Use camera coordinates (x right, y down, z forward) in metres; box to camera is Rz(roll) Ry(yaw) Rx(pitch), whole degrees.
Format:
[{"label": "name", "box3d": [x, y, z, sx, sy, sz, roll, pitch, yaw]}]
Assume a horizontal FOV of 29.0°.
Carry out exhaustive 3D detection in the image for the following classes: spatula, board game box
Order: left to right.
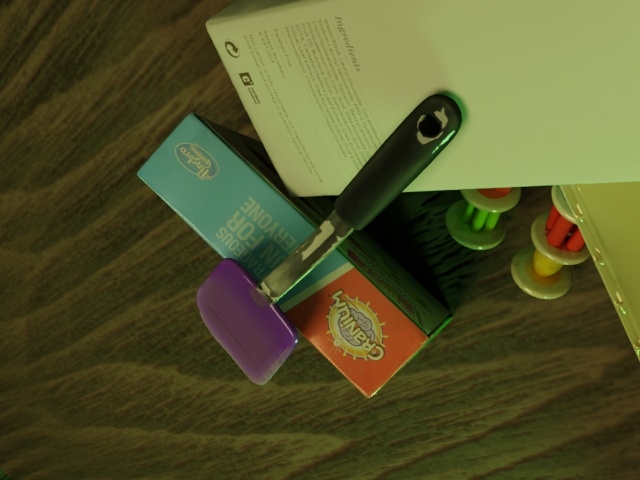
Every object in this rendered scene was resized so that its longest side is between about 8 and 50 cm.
[{"label": "board game box", "box3d": [-0.004, 0.011, 1.038, 0.242, 0.064, 0.316, 44, -174, 8]}, {"label": "spatula", "box3d": [0.000, 0.000, 0.819, 0.084, 0.030, 0.296, 48, 128, 6]}]

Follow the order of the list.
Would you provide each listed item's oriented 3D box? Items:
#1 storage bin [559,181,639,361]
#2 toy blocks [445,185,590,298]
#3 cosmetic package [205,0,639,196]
[{"label": "storage bin", "box3d": [0.327, 0.016, 0.788, 0.262, 0.123, 0.260, -4, 121, 50]}, {"label": "toy blocks", "box3d": [0.168, -0.036, 0.972, 0.123, 0.054, 0.148, 38, 145, 15]}, {"label": "cosmetic package", "box3d": [0.123, -0.143, 0.794, 0.366, 0.197, 0.155, 2, 125, 49]}]
